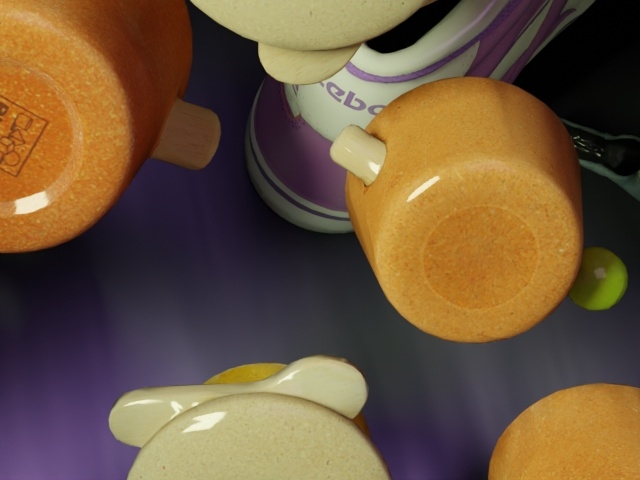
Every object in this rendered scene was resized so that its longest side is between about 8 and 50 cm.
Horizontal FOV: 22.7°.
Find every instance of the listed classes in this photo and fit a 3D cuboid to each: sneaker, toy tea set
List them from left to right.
[{"bbox_3d":[0.000,0.000,0.511,0.200,0.124,0.336,-24,114,10],"label":"toy tea set"},{"bbox_3d":[0.078,-0.138,0.599,0.102,0.161,0.282,29,63,3],"label":"sneaker"}]

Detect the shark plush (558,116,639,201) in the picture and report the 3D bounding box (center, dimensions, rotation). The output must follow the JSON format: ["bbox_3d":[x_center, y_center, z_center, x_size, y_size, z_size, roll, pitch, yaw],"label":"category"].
[{"bbox_3d":[0.151,-0.001,0.608,0.161,0.067,0.073,16,69,-3],"label":"shark plush"}]
